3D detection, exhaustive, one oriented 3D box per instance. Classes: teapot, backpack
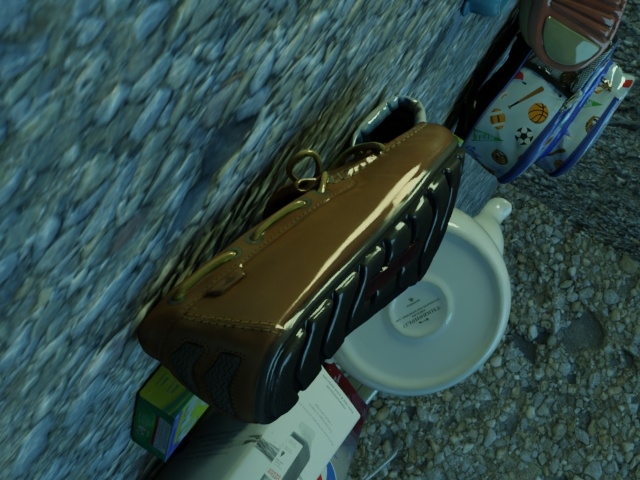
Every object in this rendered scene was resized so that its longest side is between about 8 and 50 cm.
[{"bbox_3d":[0.098,0.058,1.493,0.187,0.256,0.253,-117,-140,-74],"label":"teapot"},{"bbox_3d":[0.326,-0.208,1.851,0.263,0.213,0.276,-46,174,-1],"label":"backpack"}]

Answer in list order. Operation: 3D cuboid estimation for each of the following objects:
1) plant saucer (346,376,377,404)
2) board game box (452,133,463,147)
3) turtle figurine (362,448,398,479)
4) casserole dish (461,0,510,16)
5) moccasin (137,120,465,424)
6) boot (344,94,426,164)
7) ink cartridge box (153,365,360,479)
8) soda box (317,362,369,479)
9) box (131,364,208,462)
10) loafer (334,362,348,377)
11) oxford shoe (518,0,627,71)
[{"bbox_3d":[0.033,0.208,1.912,0.400,0.100,0.400,-51,178,-2],"label":"plant saucer"},{"bbox_3d":[0.143,-0.104,1.683,0.092,0.043,0.181,-59,172,15],"label":"board game box"},{"bbox_3d":[-0.018,0.420,2.195,0.266,0.198,0.274,-57,169,27],"label":"turtle figurine"},{"bbox_3d":[0.219,-0.320,1.345,0.188,0.037,0.114,-58,172,3],"label":"casserole dish"},{"bbox_3d":[0.000,0.002,0.997,0.380,0.147,0.139,-45,152,-40],"label":"moccasin"},{"bbox_3d":[0.027,-0.034,1.175,0.123,0.095,0.258,103,12,-50],"label":"boot"},{"bbox_3d":[-0.081,0.240,1.311,0.158,0.092,0.218,-19,-157,49],"label":"ink cartridge box"},{"bbox_3d":[-0.023,0.259,1.464,0.083,0.092,0.263,-29,-162,27],"label":"soda box"},{"bbox_3d":[-0.096,0.101,1.084,0.179,0.043,0.105,-54,172,-32],"label":"box"},{"bbox_3d":[0.042,0.096,1.747,0.087,0.094,0.251,94,22,-44],"label":"loafer"},{"bbox_3d":[0.327,-0.409,1.461,0.397,0.140,0.146,-66,-157,18],"label":"oxford shoe"}]
